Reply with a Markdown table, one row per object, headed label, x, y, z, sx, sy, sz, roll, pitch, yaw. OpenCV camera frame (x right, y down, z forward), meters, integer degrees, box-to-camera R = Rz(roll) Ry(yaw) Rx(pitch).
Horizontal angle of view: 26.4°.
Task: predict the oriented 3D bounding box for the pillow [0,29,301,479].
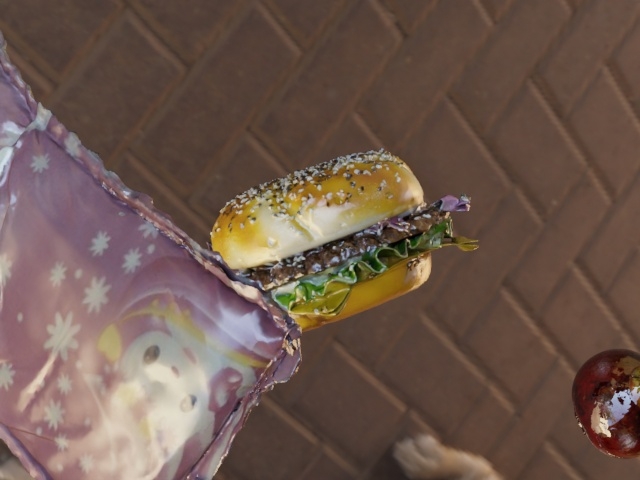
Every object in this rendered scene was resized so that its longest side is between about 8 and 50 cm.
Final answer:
| label | x | y | z | sx | sy | sz | roll | pitch | yaw |
| --- | --- | --- | --- | --- | --- | --- | --- | --- | --- |
| pillow | -0.088 | 0.014 | 0.433 | 0.043 | 0.185 | 0.118 | -8 | 135 | -57 |

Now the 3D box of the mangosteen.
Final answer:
| label | x | y | z | sx | sy | sz | roll | pitch | yaw |
| --- | --- | --- | --- | --- | --- | --- | --- | --- | --- |
| mangosteen | 0.222 | 0.116 | 0.985 | 0.081 | 0.081 | 0.081 | -21 | 126 | -32 |

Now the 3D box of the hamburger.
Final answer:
| label | x | y | z | sx | sy | sz | roll | pitch | yaw |
| --- | --- | --- | --- | --- | --- | --- | --- | --- | --- |
| hamburger | -0.004 | 0.001 | 0.851 | 0.164 | 0.189 | 0.093 | -23 | 95 | -56 |
